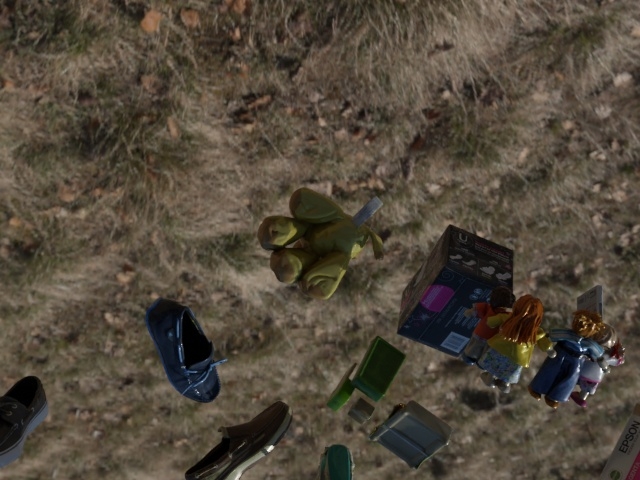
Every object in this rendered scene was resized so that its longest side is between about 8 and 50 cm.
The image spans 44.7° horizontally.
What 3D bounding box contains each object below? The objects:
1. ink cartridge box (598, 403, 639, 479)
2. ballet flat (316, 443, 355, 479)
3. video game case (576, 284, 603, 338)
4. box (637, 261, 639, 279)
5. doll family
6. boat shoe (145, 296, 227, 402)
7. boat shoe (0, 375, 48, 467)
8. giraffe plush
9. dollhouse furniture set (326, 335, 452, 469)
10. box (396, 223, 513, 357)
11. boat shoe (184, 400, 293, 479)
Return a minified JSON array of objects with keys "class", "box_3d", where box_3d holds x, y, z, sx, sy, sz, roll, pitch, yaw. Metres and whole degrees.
[{"class":"ink cartridge box","box_3d":[0.705,0.484,1.612,0.088,0.193,0.235,42,74,-37]},{"class":"ballet flat","box_3d":[0.027,0.512,1.508,0.091,0.241,0.077,10,136,3]},{"class":"video game case","box_3d":[0.465,0.146,1.342,0.011,0.122,0.087,8,160,-4]},{"class":"box","box_3d":[0.716,0.183,1.612,0.067,0.063,0.324,-13,120,15]},{"class":"doll family","box_3d":[0.346,0.165,1.182,0.263,0.118,0.163,20,111,0]},{"class":"boat shoe","box_3d":[-0.243,0.220,1.453,0.089,0.109,0.258,3,138,30]},{"class":"boat shoe","box_3d":[-0.474,0.269,1.181,0.080,0.228,0.076,-1,102,5]},{"class":"giraffe plush","box_3d":[0.000,0.000,1.336,0.210,0.170,0.181,-26,89,-11]},{"class":"dollhouse furniture set","box_3d":[0.200,0.430,2.045,0.301,0.151,0.197,36,136,0]},{"class":"box","box_3d":[0.294,0.113,1.703,0.163,0.142,0.247,22,134,-6]},{"class":"boat shoe","box_3d":[-0.165,0.409,1.567,0.095,0.257,0.095,52,155,-15]}]
